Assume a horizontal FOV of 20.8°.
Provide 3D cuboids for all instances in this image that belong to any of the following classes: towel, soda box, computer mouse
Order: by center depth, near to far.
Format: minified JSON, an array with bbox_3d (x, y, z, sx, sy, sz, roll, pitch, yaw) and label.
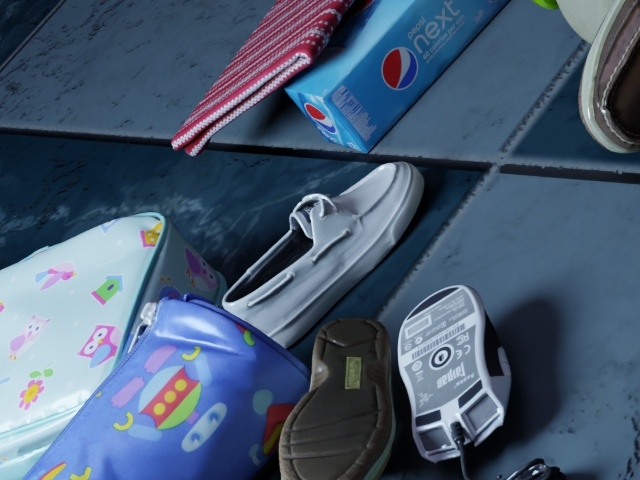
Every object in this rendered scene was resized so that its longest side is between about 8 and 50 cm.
[{"bbox_3d":[0.092,0.104,1.070,0.106,0.042,0.193,-33,35,23],"label":"computer mouse"},{"bbox_3d":[0.071,-0.173,1.452,0.210,0.067,0.071,-47,29,-13],"label":"soda box"},{"bbox_3d":[-0.012,-0.194,1.543,0.199,0.031,0.275,-32,19,44],"label":"towel"}]

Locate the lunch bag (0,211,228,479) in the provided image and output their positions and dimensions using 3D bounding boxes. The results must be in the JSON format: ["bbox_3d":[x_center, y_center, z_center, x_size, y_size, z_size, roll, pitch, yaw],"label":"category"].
[{"bbox_3d":[-0.211,0.113,1.347,0.279,0.108,0.224,-22,38,33],"label":"lunch bag"}]

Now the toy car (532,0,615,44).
[{"bbox_3d":[0.251,-0.241,1.274,0.188,0.149,0.155,-34,39,-12],"label":"toy car"}]

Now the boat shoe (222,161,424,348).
[{"bbox_3d":[0.000,0.000,1.298,0.184,0.063,0.066,-44,29,-6],"label":"boat shoe"}]

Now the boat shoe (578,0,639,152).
[{"bbox_3d":[0.269,-0.167,1.148,0.257,0.095,0.095,-53,14,-8],"label":"boat shoe"}]

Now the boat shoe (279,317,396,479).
[{"bbox_3d":[0.018,0.126,1.097,0.068,0.072,0.190,2,30,12],"label":"boat shoe"}]

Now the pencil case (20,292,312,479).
[{"bbox_3d":[-0.137,0.167,1.152,0.306,0.133,0.119,-49,-5,-14],"label":"pencil case"}]
